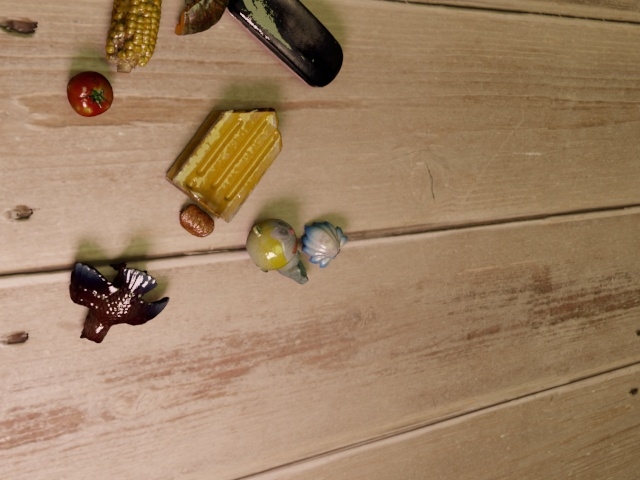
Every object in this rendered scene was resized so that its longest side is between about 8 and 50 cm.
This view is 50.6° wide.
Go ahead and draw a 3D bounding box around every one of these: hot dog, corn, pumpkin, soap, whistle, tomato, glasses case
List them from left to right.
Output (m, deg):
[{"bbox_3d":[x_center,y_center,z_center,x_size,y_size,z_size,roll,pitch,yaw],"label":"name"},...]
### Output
[{"bbox_3d":[-0.437,-0.278,1.280,0.087,0.075,0.087,-16,113,-43],"label":"tomato"},{"bbox_3d":[-0.342,-0.476,1.282,0.097,0.097,0.320,7,95,-32],"label":"corn"},{"bbox_3d":[-0.267,-0.042,1.455,0.083,0.035,0.058,41,79,-31],"label":"hot dog"},{"bbox_3d":[-0.231,-0.495,1.326,0.107,0.119,0.183,-4,107,-18],"label":"pumpkin"},{"bbox_3d":[-0.189,-0.186,1.443,0.160,0.080,0.257,41,79,-32],"label":"soap"},{"bbox_3d":[-0.083,0.027,1.537,0.123,0.123,0.223,-54,135,-10],"label":"whistle"},{"bbox_3d":[-0.074,-0.455,1.454,0.314,0.075,0.122,36,80,-31],"label":"glasses case"}]

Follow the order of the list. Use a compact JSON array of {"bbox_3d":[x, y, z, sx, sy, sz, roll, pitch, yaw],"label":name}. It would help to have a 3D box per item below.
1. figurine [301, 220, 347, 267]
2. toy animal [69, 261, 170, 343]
[{"bbox_3d":[0.000,0.000,1.610,0.114,0.079,0.114,0,86,3],"label":"figurine"},{"bbox_3d":[-0.414,0.130,1.358,0.218,0.116,0.179,32,83,-38],"label":"toy animal"}]
